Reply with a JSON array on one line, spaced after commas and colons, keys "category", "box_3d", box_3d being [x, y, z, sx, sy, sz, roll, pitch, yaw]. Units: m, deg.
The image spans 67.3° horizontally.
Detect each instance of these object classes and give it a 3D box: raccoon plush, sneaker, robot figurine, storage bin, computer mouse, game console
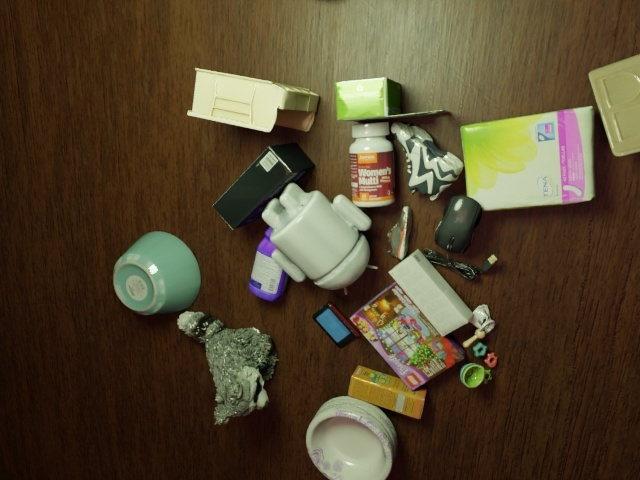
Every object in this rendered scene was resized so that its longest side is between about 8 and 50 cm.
[{"category": "raccoon plush", "box_3d": [-0.355, 0.424, 1.585, 0.447, 0.299, 0.215, 13, 109, 18]}, {"category": "sneaker", "box_3d": [0.220, -0.023, 1.375, 0.065, 0.061, 0.157, 14, 108, 24]}, {"category": "sneaker", "box_3d": [0.255, -0.203, 1.290, 0.235, 0.094, 0.153, 42, 131, 21]}, {"category": "robot figurine", "box_3d": [0.000, 0.000, 1.364, 0.300, 0.199, 0.353, -38, 106, 26]}, {"category": "storage bin", "box_3d": [-0.171, -0.377, 1.316, 0.261, 0.262, 0.123, 16, 107, 17]}, {"category": "computer mouse", "box_3d": [0.383, 0.011, 1.266, 0.184, 0.060, 0.261, 26, 139, 11]}, {"category": "game console", "box_3d": [0.046, 0.270, 1.510, 0.085, 0.124, 0.144, -42, 87, -1]}]

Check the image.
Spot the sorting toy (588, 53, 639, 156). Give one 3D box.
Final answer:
[{"category": "sorting toy", "box_3d": [0.783, -0.326, 1.049, 0.308, 0.041, 0.228, -15, 74, 24]}]

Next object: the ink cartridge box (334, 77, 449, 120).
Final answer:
[{"category": "ink cartridge box", "box_3d": [0.187, -0.361, 1.223, 0.256, 0.189, 0.096, -1, 103, 20]}]

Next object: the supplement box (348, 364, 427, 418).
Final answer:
[{"category": "supplement box", "box_3d": [0.210, 0.472, 1.504, 0.234, 0.078, 0.080, 12, 108, 17]}]

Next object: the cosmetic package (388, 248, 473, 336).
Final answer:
[{"category": "cosmetic package", "box_3d": [0.312, 0.148, 1.362, 0.239, 0.060, 0.099, 51, 128, 4]}]

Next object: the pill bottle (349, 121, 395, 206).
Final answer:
[{"category": "pill bottle", "box_3d": [0.141, -0.209, 1.318, 0.121, 0.121, 0.221, 1, 105, 21]}]

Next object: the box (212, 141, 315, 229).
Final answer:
[{"category": "box", "box_3d": [-0.164, -0.163, 1.414, 0.261, 0.184, 0.103, -41, 90, 25]}]

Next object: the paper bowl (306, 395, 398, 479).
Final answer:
[{"category": "paper bowl", "box_3d": [0.108, 0.636, 1.549, 0.285, 0.148, 0.283, 5, 106, 19]}]

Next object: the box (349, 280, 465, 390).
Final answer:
[{"category": "box", "box_3d": [0.258, 0.282, 1.442, 0.201, 0.057, 0.293, -42, 87, 25]}]

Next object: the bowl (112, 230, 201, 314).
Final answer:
[{"category": "bowl", "box_3d": [-0.594, 0.135, 1.675, 0.312, 0.163, 0.311, 5, 105, 20]}]

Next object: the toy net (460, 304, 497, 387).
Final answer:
[{"category": "toy net", "box_3d": [0.462, 0.299, 1.355, 0.122, 0.045, 0.232, 9, 96, -15]}]

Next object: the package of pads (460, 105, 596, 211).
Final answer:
[{"category": "package of pads", "box_3d": [0.511, -0.193, 1.191, 0.297, 0.101, 0.229, -3, 103, 25]}]

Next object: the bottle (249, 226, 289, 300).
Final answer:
[{"category": "bottle", "box_3d": [-0.144, 0.048, 1.514, 0.118, 0.092, 0.282, 21, 111, 17]}]
